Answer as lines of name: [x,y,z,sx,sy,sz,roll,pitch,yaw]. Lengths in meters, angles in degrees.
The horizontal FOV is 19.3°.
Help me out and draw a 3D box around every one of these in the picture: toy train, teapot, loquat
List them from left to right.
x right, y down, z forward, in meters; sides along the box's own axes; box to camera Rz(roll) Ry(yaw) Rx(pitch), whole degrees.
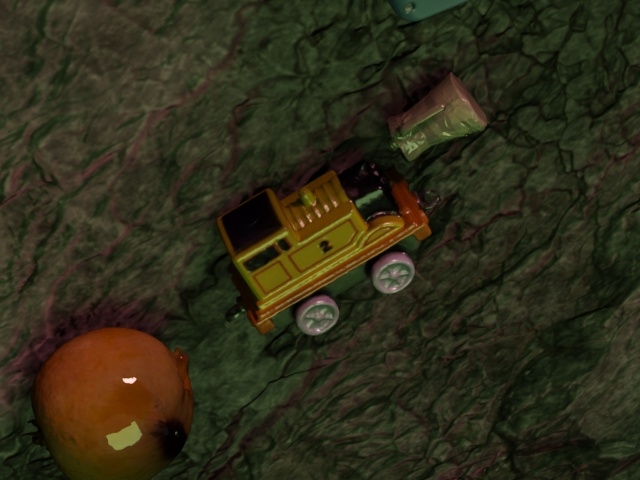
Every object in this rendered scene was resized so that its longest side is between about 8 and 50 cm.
loquat: [-0.185,0.150,1.669,0.163,0.137,0.163,-24,161,-9]
toy train: [0.000,0.000,1.649,0.219,0.089,0.127,-30,132,5]
teapot: [0.094,-0.101,1.612,0.083,0.057,0.067,-31,169,15]

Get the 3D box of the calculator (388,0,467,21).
calculator: [0.130,-0.246,1.481,0.210,0.039,0.121,-23,140,-5]
